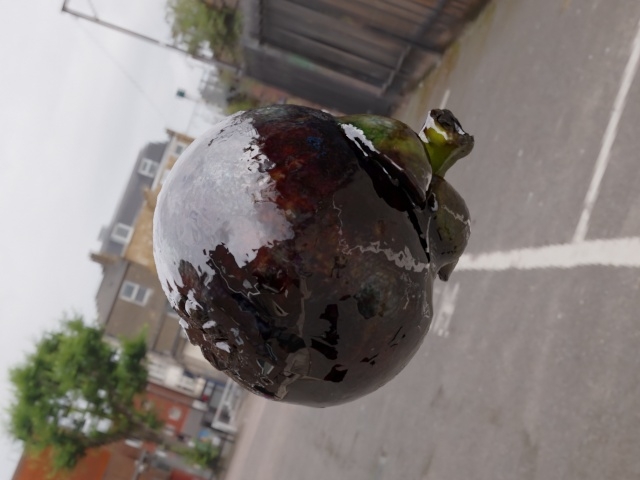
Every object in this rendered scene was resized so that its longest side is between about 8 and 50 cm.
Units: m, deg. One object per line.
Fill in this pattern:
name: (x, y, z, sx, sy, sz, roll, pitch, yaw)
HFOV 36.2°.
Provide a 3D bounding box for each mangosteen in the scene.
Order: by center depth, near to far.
mangosteen: (-0.010, 0.007, 1.000, 0.330, 0.330, 0.330, -160, 90, -88)
